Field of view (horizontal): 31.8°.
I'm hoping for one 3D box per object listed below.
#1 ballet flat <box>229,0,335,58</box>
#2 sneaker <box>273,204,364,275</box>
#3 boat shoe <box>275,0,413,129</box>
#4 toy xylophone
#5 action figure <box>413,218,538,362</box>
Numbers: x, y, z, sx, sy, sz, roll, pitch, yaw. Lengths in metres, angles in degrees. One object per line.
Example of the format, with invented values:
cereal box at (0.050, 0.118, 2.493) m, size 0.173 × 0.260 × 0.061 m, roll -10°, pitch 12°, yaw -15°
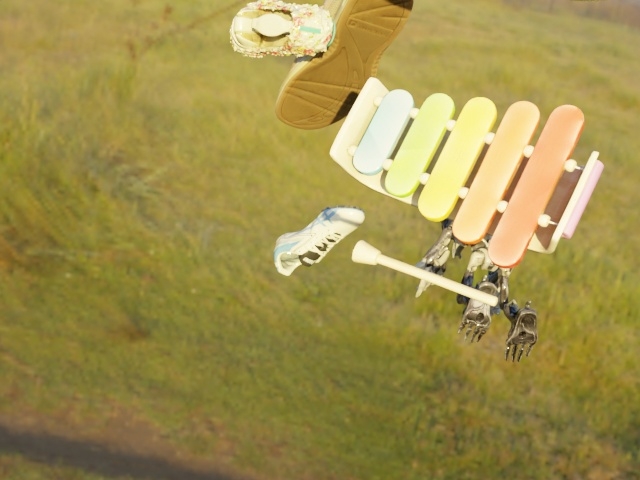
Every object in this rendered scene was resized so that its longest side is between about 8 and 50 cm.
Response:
ballet flat at (-0.075, -0.303, 1.586) m, size 0.077 × 0.091 × 0.241 m, roll 2°, pitch 4°, yaw -38°
sneaker at (0.000, 0.000, 2.204) m, size 0.085 × 0.086 × 0.237 m, roll 21°, pitch -38°, yaw -38°
boat shoe at (0.036, -0.297, 1.682) m, size 0.121 × 0.341 × 0.110 m, roll 17°, pitch 49°, yaw -23°
toy xylophone at (0.161, -0.060, 1.318) m, size 0.322 × 0.236 × 0.081 m, roll 14°, pitch -15°, yaw 24°
action figure at (0.205, 0.039, 1.534) m, size 0.164 × 0.141 × 0.276 m, roll 17°, pitch 33°, yaw -18°
